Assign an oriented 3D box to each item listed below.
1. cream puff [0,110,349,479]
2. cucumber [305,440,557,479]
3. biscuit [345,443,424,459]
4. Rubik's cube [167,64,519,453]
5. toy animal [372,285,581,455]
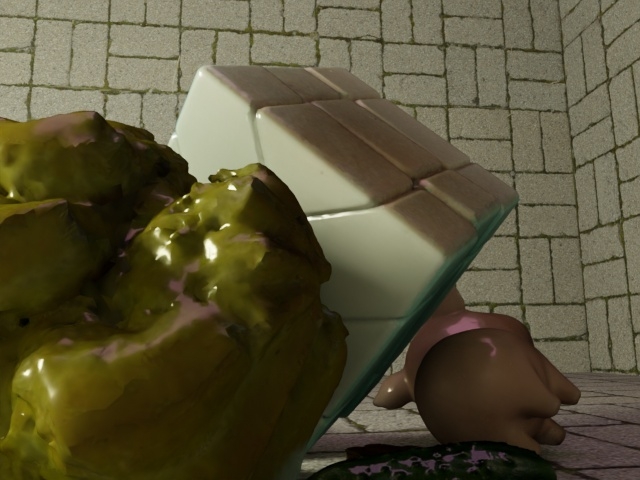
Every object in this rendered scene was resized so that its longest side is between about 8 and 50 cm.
[{"bbox_3d":[-0.141,0.051,0.433,0.275,0.379,0.378,-35,-29,33],"label":"cream puff"},{"bbox_3d":[0.086,0.208,0.499,0.227,0.069,0.069,-4,-10,-2],"label":"cucumber"},{"bbox_3d":[0.106,0.253,0.656,0.124,0.026,0.175,9,-14,-39],"label":"biscuit"},{"bbox_3d":[0.000,0.000,0.725,0.315,0.318,0.322,-26,-29,-56],"label":"Rubik's cube"},{"bbox_3d":[0.222,0.202,0.844,0.269,0.237,0.326,28,2,31],"label":"toy animal"}]
